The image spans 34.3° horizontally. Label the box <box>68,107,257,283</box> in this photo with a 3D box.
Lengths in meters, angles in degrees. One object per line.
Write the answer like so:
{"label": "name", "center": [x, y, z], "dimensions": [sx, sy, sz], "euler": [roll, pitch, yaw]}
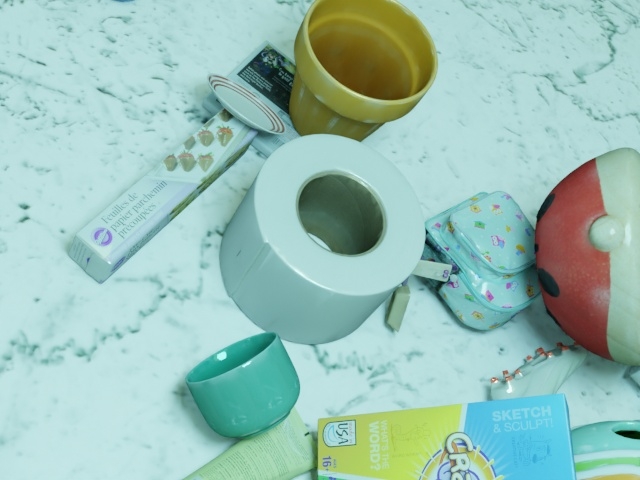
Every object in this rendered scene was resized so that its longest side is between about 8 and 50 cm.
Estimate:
{"label": "box", "center": [-0.212, -0.070, 1.438], "dimensions": [0.063, 0.067, 0.324], "euler": [41, 54, 3]}

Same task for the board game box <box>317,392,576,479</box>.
{"label": "board game box", "center": [0.155, 0.323, 1.267], "dimensions": [0.317, 0.064, 0.242], "euler": [-9, 59, 14]}

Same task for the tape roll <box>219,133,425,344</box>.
{"label": "tape roll", "center": [0.000, 0.000, 1.425], "dimensions": [0.246, 0.169, 0.246], "euler": [10, 59, -17]}

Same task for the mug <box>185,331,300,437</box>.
{"label": "mug", "center": [-0.082, 0.182, 1.311], "dimensions": [0.158, 0.129, 0.097], "euler": [-33, 102, -41]}

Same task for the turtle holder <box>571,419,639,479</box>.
{"label": "turtle holder", "center": [0.419, 0.352, 1.362], "dimensions": [0.320, 0.227, 0.243], "euler": [15, 51, -27]}

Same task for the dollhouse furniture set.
{"label": "dollhouse furniture set", "center": [0.143, 0.071, 1.495], "dimensions": [0.081, 0.114, 0.091], "euler": [11, 23, -10]}

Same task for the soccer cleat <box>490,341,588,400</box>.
{"label": "soccer cleat", "center": [0.323, 0.206, 1.518], "dimensions": [0.196, 0.068, 0.076], "euler": [-22, 95, -35]}

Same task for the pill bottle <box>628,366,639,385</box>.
{"label": "pill bottle", "center": [0.575, 0.241, 1.568], "dimensions": [0.208, 0.117, 0.117], "euler": [42, 55, 4]}

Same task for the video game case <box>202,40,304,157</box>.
{"label": "video game case", "center": [-0.059, -0.203, 1.606], "dimensions": [0.190, 0.022, 0.173], "euler": [38, 55, 2]}

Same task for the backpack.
{"label": "backpack", "center": [0.244, 0.030, 1.533], "dimensions": [0.166, 0.144, 0.188], "euler": [-25, 80, -38]}

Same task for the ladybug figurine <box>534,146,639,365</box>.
{"label": "ladybug figurine", "center": [0.403, 0.026, 1.482], "dimensions": [0.162, 0.449, 0.305], "euler": [-3, 75, 19]}

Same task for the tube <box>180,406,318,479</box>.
{"label": "tube", "center": [-0.100, 0.292, 1.290], "dimensions": [0.240, 0.070, 0.062], "euler": [-26, 34, -38]}

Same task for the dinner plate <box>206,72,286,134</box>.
{"label": "dinner plate", "center": [-0.111, -0.196, 1.519], "dimensions": [0.141, 0.017, 0.141], "euler": [34, 20, -14]}

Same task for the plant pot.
{"label": "plant pot", "center": [0.043, -0.235, 1.537], "dimensions": [0.205, 0.188, 0.205], "euler": [10, 59, -17]}
